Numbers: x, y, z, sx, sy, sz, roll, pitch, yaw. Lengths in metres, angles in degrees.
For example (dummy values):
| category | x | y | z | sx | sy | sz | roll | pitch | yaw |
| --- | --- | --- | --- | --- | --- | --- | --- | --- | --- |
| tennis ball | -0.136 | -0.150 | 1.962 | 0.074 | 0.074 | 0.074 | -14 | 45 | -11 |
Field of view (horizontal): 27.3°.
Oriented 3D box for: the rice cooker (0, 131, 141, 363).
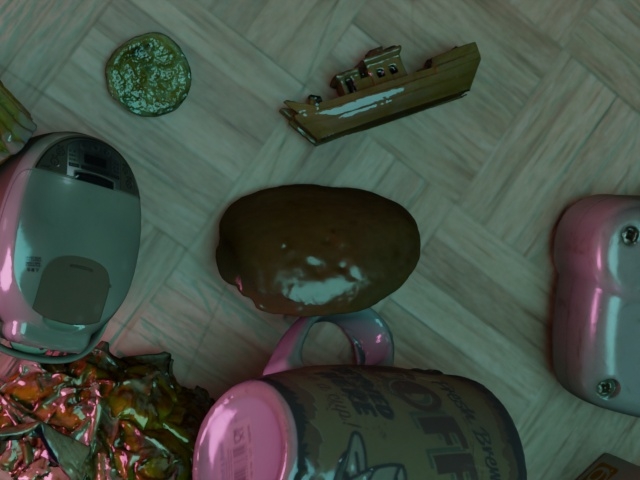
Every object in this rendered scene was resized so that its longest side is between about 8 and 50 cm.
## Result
| category | x | y | z | sx | sy | sz | roll | pitch | yaw |
| --- | --- | --- | --- | --- | --- | --- | --- | --- | --- |
| rice cooker | -0.242 | 0.003 | 1.177 | 0.145 | 0.127 | 0.206 | 17 | 88 | -41 |

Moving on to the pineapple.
| category | x | y | z | sx | sy | sz | roll | pitch | yaw |
| --- | --- | --- | --- | --- | --- | --- | --- | --- | --- |
| pineapple | -0.181 | 0.178 | 1.206 | 0.335 | 0.158 | 0.161 | 26 | 88 | -16 |

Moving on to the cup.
| category | x | y | z | sx | sy | sz | roll | pitch | yaw |
| --- | --- | --- | --- | --- | --- | --- | --- | --- | --- |
| cup | 0.020 | 0.177 | 1.213 | 0.257 | 0.227 | 0.301 | 22 | 47 | -41 |

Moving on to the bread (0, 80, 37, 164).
| category | x | y | z | sx | sy | sz | roll | pitch | yaw |
| --- | --- | --- | --- | --- | --- | --- | --- | --- | --- |
| bread | -0.399 | -0.077 | 1.115 | 0.288 | 0.152 | 0.119 | -33 | 141 | -11 |

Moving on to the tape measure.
| category | x | y | z | sx | sy | sz | roll | pitch | yaw |
| --- | --- | --- | --- | --- | --- | --- | --- | --- | --- |
| tape measure | 0.377 | 0.060 | 1.374 | 0.258 | 0.130 | 0.265 | 1 | 96 | -19 |

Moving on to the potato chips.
| category | x | y | z | sx | sy | sz | roll | pitch | yaw |
| --- | --- | --- | --- | --- | --- | --- | --- | --- | --- |
| potato chips | 0.000 | 0.000 | 1.262 | 0.202 | 0.049 | 0.150 | -2 | 53 | -8 |

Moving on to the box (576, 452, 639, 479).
| category | x | y | z | sx | sy | sz | roll | pitch | yaw |
| --- | --- | --- | --- | --- | --- | --- | --- | --- | --- |
| box | 0.267 | 0.348 | 1.323 | 0.274 | 0.221 | 0.091 | -42 | 101 | -11 |

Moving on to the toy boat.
| category | x | y | z | sx | sy | sz | roll | pitch | yaw |
| --- | --- | --- | --- | --- | --- | --- | --- | --- | --- |
| toy boat | 0.060 | -0.153 | 1.296 | 0.206 | 0.064 | 0.072 | -18 | 86 | -14 |

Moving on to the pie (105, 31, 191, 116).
| category | x | y | z | sx | sy | sz | roll | pitch | yaw |
| --- | --- | --- | --- | --- | --- | --- | --- | --- | --- |
| pie | -0.163 | -0.156 | 1.250 | 0.084 | 0.021 | 0.084 | -2 | 96 | -20 |
